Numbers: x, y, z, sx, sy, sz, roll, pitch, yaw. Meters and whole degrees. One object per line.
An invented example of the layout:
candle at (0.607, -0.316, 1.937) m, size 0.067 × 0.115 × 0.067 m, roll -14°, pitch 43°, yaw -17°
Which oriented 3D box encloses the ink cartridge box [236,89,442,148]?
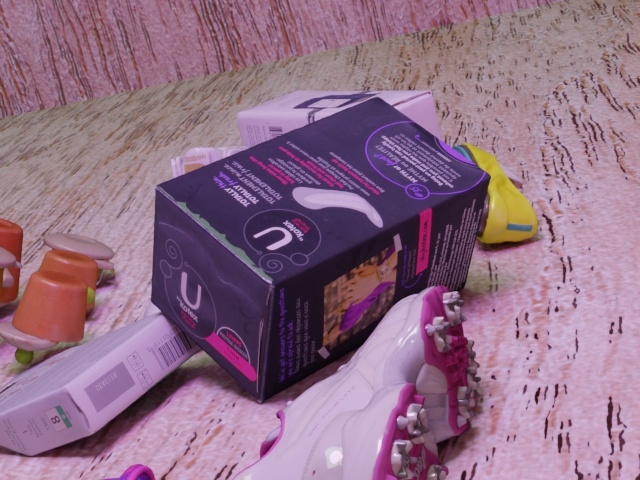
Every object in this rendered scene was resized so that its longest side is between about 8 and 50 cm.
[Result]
ink cartridge box at (0.029, -0.072, 1.451) m, size 0.100 × 0.171 × 0.237 m, roll -25°, pitch 20°, yaw -34°

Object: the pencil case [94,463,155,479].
pencil case at (-0.214, 0.207, 0.875) m, size 0.236 × 0.104 × 0.104 m, roll -7°, pitch 18°, yaw 17°

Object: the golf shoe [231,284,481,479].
golf shoe at (0.032, 0.118, 0.946) m, size 0.140 × 0.115 × 0.306 m, roll -11°, pitch 15°, yaw 21°

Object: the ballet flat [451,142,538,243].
ballet flat at (0.190, -0.048, 1.445) m, size 0.077 × 0.077 × 0.231 m, roll 7°, pitch 19°, yaw -6°

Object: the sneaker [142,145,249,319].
sneaker at (-0.132, -0.009, 1.387) m, size 0.108 × 0.169 × 0.292 m, roll -7°, pitch 19°, yaw 15°

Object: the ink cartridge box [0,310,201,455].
ink cartridge box at (-0.240, 0.143, 1.218) m, size 0.225 × 0.056 × 0.181 m, roll -25°, pitch 8°, yaw 35°

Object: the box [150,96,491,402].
box at (0.000, 0.000, 1.200) m, size 0.270 × 0.143 × 0.165 m, roll -25°, pitch 49°, yaw -35°

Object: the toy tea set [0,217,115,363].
toy tea set at (-0.340, 0.065, 1.465) m, size 0.200 × 0.124 × 0.336 m, roll 14°, pitch 8°, yaw -9°
